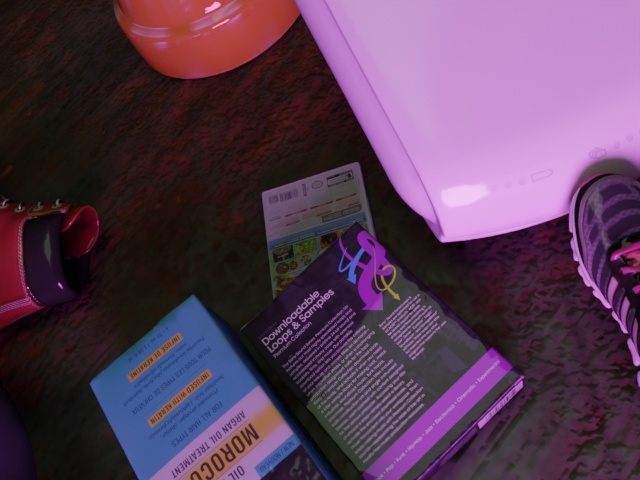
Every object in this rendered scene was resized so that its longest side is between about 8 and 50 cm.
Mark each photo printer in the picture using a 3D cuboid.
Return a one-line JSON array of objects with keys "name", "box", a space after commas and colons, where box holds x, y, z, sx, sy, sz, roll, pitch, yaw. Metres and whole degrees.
[{"name": "photo printer", "box": [0.124, -0.168, 0.479, 0.256, 0.107, 0.308, -27, 83, 1]}]

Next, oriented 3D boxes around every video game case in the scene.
[{"name": "video game case", "box": [0.000, 0.000, 0.548, 0.087, 0.011, 0.122, -17, 56, 12]}]

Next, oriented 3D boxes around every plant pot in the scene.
[{"name": "plant pot", "box": [-0.135, -0.296, 0.668, 0.205, 0.188, 0.205, -10, 58, 16]}]

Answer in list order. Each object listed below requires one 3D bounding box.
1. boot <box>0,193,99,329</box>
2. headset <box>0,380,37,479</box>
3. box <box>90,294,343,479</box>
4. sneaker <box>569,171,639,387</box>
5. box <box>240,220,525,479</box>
[{"name": "boot", "box": [-0.291, -0.033, 0.642, 0.176, 0.088, 0.244, -24, 63, 7]}, {"name": "headset", "box": [-0.377, 0.140, 0.487, 0.394, 0.185, 0.243, 38, 95, 20]}, {"name": "box", "box": [-0.050, 0.154, 0.447, 0.100, 0.060, 0.244, -41, 55, -5]}, {"name": "sneaker", "box": [0.194, 0.034, 0.386, 0.063, 0.075, 0.171, -17, 75, 2]}, {"name": "box", "box": [0.037, 0.077, 0.469, 0.116, 0.029, 0.162, -43, 61, -4]}]
